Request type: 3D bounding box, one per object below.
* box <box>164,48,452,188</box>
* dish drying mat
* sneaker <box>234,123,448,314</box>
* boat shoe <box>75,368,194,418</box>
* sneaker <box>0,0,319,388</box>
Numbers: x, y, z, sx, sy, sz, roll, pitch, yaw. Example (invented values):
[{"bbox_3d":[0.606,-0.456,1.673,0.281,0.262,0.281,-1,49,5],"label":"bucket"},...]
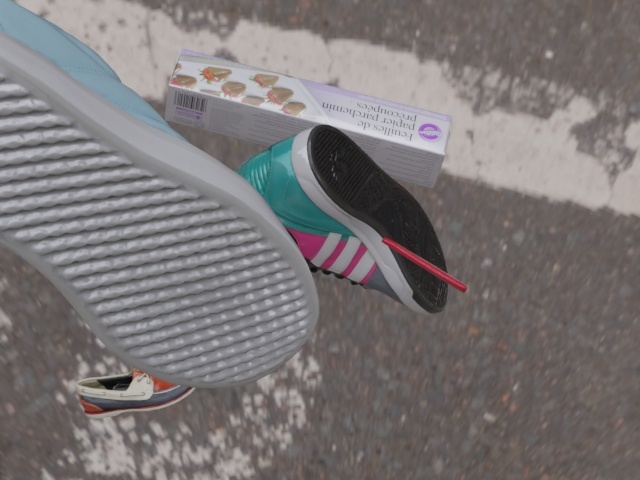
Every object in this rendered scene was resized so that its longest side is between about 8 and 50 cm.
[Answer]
[{"bbox_3d":[-0.015,-0.139,1.720,0.324,0.067,0.063,14,52,0],"label":"box"},{"bbox_3d":[0.090,0.021,1.303,0.083,0.032,0.008,32,93,6],"label":"dish drying mat"},{"bbox_3d":[0.000,0.000,1.610,0.178,0.295,0.124,-14,48,31],"label":"sneaker"},{"bbox_3d":[-0.208,0.165,1.697,0.137,0.049,0.043,-12,113,10],"label":"boat shoe"},{"bbox_3d":[-0.132,-0.047,0.899,0.135,0.366,0.150,-36,43,11],"label":"sneaker"}]
